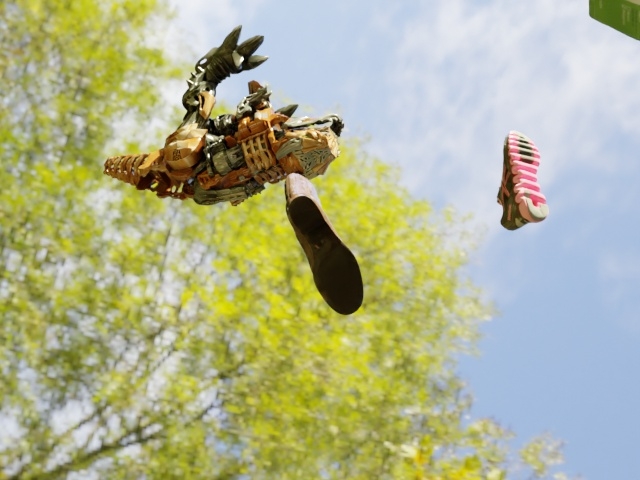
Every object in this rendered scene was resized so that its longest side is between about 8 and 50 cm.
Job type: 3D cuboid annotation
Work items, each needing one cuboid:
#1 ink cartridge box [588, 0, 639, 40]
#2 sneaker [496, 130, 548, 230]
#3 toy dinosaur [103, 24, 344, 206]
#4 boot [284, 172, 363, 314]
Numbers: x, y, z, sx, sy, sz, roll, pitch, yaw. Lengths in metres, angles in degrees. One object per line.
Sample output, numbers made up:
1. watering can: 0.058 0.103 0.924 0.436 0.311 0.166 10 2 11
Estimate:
1. ink cartridge box: 0.298 -0.268 0.897 0.062 0.109 0.209 33 -111 32
2. sneaker: 0.208 -0.063 1.216 0.057 0.047 0.119 -39 -139 46
3. toy dinosaur: -0.119 -0.118 1.299 0.321 0.164 0.218 9 -133 16
4. boot: 0.000 0.000 0.909 0.037 0.106 0.114 -23 -169 -1
